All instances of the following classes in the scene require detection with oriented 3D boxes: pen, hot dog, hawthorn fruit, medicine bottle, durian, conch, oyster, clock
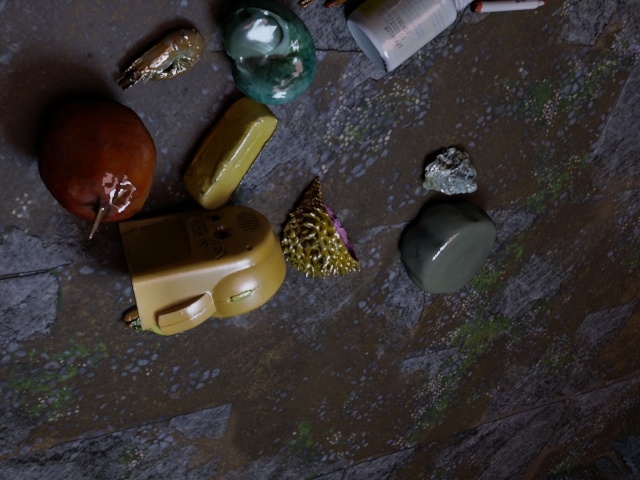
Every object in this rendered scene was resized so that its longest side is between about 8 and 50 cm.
[{"bbox_3d":[0.423,-0.525,2.020,0.218,0.026,0.026,-12,132,-30],"label":"pen"},{"bbox_3d":[-0.376,0.163,2.018,0.133,0.041,0.056,-26,138,-17],"label":"hot dog"},{"bbox_3d":[-0.384,-0.116,1.584,0.210,0.262,0.210,-11,144,-8],"label":"hawthorn fruit"},{"bbox_3d":[0.191,-0.464,1.805,0.258,0.143,0.143,-37,140,-2],"label":"medicine bottle"},{"bbox_3d":[-0.004,0.013,2.125,0.186,0.153,0.260,-26,137,22],"label":"durian"},{"bbox_3d":[-0.101,-0.347,1.702,0.196,0.134,0.202,22,119,-13],"label":"conch"},{"bbox_3d":[0.327,-0.166,2.249,0.177,0.064,0.125,-7,134,-31],"label":"oyster"},{"bbox_3d":[-0.232,0.047,1.840,0.317,0.244,0.200,-17,133,-8],"label":"clock"}]

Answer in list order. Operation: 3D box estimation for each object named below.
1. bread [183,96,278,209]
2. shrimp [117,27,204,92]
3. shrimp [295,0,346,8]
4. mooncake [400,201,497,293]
[{"bbox_3d":[-0.181,-0.177,1.823,0.102,0.094,0.245,11,120,-54],"label":"bread"},{"bbox_3d":[-0.290,-0.323,1.652,0.180,0.041,0.099,-34,154,-10],"label":"shrimp"},{"bbox_3d":[0.020,-0.485,1.744,0.162,0.045,0.095,-39,162,-9],"label":"shrimp"},{"bbox_3d":[0.332,0.015,2.364,0.275,0.135,0.275,-24,140,-22],"label":"mooncake"}]
